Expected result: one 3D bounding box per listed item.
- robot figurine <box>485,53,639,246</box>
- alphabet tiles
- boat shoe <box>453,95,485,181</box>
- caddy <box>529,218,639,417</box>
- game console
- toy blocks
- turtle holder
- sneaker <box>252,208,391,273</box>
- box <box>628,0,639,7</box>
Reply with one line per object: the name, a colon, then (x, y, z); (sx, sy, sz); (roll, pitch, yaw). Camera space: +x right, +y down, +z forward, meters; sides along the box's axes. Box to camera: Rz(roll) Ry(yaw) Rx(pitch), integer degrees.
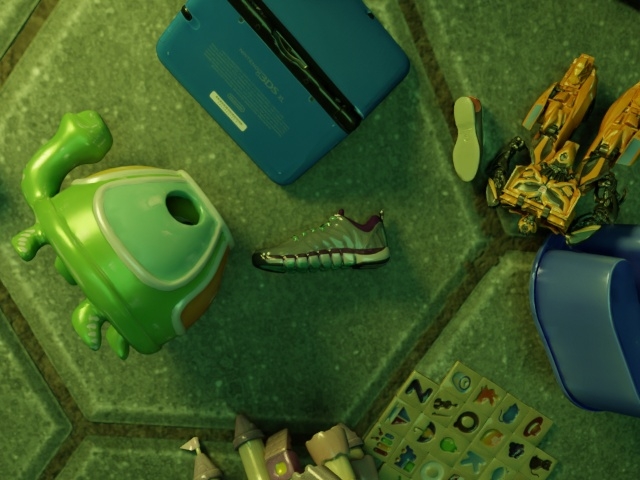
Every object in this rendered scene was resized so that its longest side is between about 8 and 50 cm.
robot figurine: (0.390, -0.137, 0.833); (0.211, 0.085, 0.291); (31, 86, 28)
alphabet tiles: (0.258, 0.391, 0.975); (0.343, 0.011, 0.285); (33, 93, -10)
boat shoe: (0.246, -0.166, 0.869); (0.043, 0.049, 0.136); (-14, 102, -45)
caddy: (0.476, 0.128, 0.878); (0.241, 0.179, 0.341); (-29, 101, -24)
game console: (-0.052, -0.281, 0.824); (0.250, 0.173, 0.293); (-37, 102, 31)
toy blocks: (-0.076, 0.374, 0.816); (0.289, 0.309, 0.260); (-30, 59, 6)
turtle holder: (-0.272, -0.005, 0.760); (0.227, 0.243, 0.320); (-36, 61, -15)
sneaker: (0.000, 0.000, 0.861); (0.224, 0.083, 0.098); (-2, 78, -11)
box: (0.572, -0.493, 0.634); (0.472, 0.480, 0.297); (21, 94, -10)
